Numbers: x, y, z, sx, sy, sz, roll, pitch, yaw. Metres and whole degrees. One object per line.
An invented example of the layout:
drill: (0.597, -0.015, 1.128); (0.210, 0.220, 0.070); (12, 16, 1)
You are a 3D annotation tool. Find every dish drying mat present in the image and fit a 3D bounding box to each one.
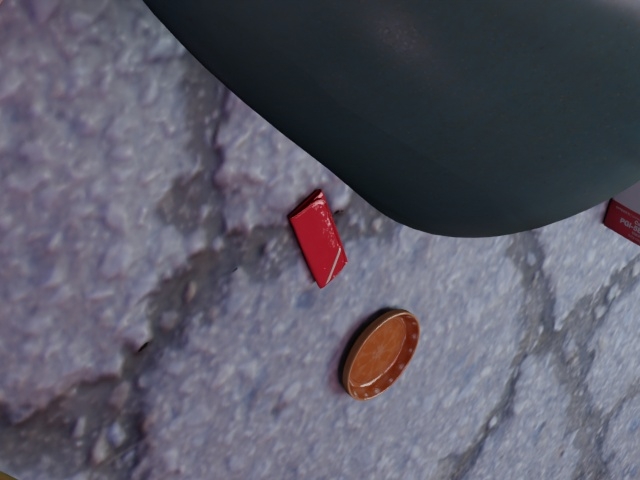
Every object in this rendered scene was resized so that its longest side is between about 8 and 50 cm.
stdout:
dish drying mat: (0.000, 0.000, 0.870); (0.032, 0.008, 0.083); (-42, 144, -17)

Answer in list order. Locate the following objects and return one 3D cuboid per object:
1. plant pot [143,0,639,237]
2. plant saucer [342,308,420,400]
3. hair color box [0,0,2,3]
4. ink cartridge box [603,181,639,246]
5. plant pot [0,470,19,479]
plant pot: (0.032, -0.179, 0.533); (0.235, 0.293, 0.293); (29, 94, -41)
plant saucer: (0.048, 0.092, 0.999); (0.083, 0.013, 0.084); (-31, 139, -31)
hair color box: (-0.141, -0.220, 0.404); (0.185, 0.110, 0.339); (26, 102, -48)
ink cartridge box: (0.337, -0.070, 1.176); (0.099, 0.056, 0.135); (-19, 132, -40)
plant pot: (-0.239, 0.273, 0.621); (0.254, 0.254, 0.239); (-18, 146, -41)
